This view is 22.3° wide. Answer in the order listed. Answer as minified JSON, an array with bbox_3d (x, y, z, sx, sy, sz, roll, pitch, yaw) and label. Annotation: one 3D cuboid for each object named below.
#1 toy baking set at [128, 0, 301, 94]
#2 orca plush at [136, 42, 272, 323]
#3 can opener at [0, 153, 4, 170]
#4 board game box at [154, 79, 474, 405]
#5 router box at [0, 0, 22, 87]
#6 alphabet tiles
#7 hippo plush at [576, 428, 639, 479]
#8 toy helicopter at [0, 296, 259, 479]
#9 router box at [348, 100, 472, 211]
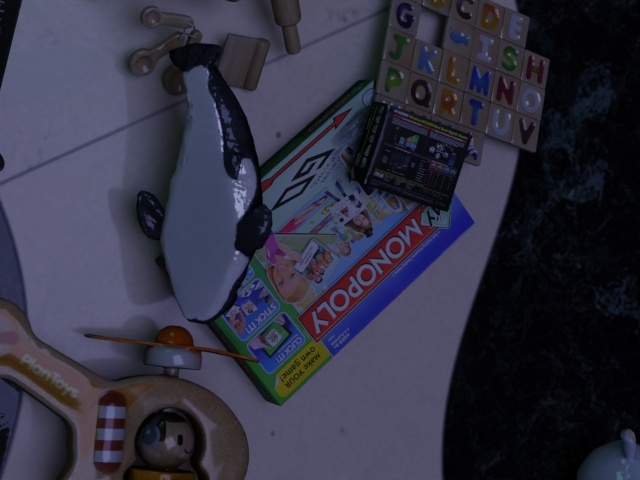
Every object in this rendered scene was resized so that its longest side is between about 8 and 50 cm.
[{"bbox_3d":[-0.114,-0.255,1.696,0.196,0.030,0.256,-19,128,-18],"label":"toy baking set"},{"bbox_3d":[-0.113,-0.062,1.709,0.102,0.151,0.287,-12,89,-66],"label":"orca plush"},{"bbox_3d":[-0.389,-0.129,1.612,0.186,0.059,0.073,45,64,-19],"label":"can opener"},{"bbox_3d":[0.000,0.000,1.816,0.317,0.046,0.213,-43,109,-17],"label":"board game box"},{"bbox_3d":[-0.451,-0.175,1.509,0.308,0.081,0.243,16,69,-16],"label":"router box"},{"bbox_3d":[0.168,-0.190,1.875,0.237,0.009,0.198,17,76,-31],"label":"alphabet tiles"},{"bbox_3d":[0.348,0.370,1.951,0.294,0.234,0.236,23,59,16],"label":"hippo plush"},{"bbox_3d":[-0.220,0.160,1.675,0.355,0.140,0.235,37,76,-20],"label":"toy helicopter"},{"bbox_3d":[0.100,-0.093,1.799,0.122,0.038,0.092,18,92,-32],"label":"router box"}]
